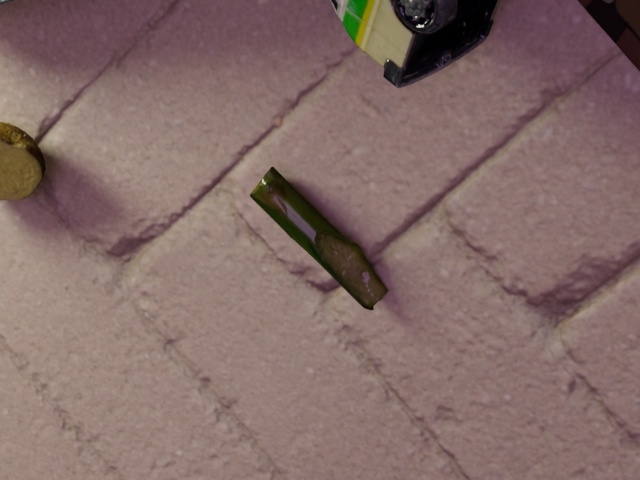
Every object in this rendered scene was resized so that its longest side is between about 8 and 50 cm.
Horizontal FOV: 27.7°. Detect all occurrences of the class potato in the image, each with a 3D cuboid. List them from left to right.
[{"bbox_3d":[-0.340,-0.090,1.406,0.103,0.066,0.096,10,131,5],"label":"potato"}]

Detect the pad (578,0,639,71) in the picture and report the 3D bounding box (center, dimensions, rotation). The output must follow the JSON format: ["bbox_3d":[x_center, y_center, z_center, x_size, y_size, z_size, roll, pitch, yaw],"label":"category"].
[{"bbox_3d":[0.342,-0.186,1.158,0.235,0.003,0.158,49,141,0],"label":"pad"}]

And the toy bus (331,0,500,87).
[{"bbox_3d":[0.095,-0.302,1.119,0.179,0.143,0.305,41,142,20],"label":"toy bus"}]

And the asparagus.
[{"bbox_3d":[0.000,0.000,1.336,0.178,0.041,0.045,44,120,1],"label":"asparagus"}]

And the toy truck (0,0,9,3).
[{"bbox_3d":[-0.310,-0.325,1.283,0.338,0.133,0.185,-7,107,24],"label":"toy truck"}]
